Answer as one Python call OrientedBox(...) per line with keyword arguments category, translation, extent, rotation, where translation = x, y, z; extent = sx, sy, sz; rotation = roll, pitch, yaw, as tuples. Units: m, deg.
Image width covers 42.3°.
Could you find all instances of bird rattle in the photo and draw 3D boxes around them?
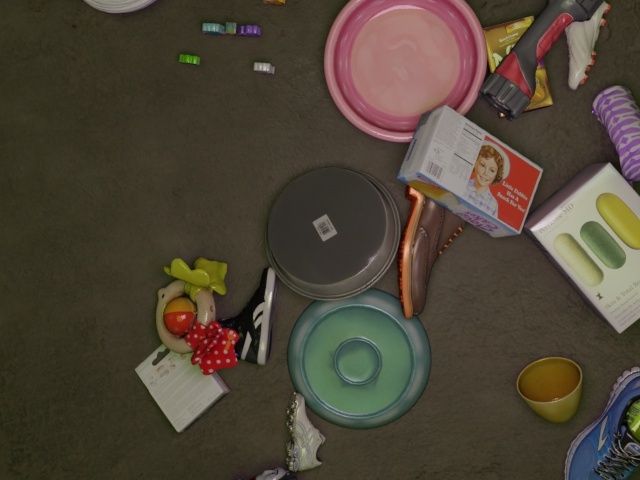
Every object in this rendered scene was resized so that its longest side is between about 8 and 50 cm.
OrientedBox(category="bird rattle", translation=(-0.269, 0.164, 1.772), extent=(0.206, 0.143, 0.254), rotation=(-17, 81, 37))

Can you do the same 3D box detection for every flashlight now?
OrientedBox(category="flashlight", translation=(0.440, -0.381, 1.625), extent=(0.304, 0.103, 0.103), rotation=(-50, 52, 1))

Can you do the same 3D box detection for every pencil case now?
OrientedBox(category="pencil case", translation=(0.599, -0.211, 1.625), extent=(0.086, 0.206, 0.088), rotation=(20, 134, -32))

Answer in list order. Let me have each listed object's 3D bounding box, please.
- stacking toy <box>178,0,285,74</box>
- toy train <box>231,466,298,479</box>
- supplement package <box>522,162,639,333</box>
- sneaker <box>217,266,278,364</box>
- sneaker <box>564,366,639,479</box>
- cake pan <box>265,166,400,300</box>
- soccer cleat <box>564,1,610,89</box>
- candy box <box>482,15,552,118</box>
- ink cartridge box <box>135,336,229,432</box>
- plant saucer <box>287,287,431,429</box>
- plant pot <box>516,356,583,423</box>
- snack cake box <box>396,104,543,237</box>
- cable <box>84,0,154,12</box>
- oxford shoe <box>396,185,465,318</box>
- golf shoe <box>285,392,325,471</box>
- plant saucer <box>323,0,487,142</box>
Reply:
OrientedBox(category="stacking toy", translation=(-0.192, -0.450, 1.766), extent=(0.221, 0.052, 0.167), rotation=(7, 93, 8))
OrientedBox(category="toy train", translation=(-0.090, 0.658, 1.795), extent=(0.190, 0.142, 0.334), rotation=(-23, 90, 0))
OrientedBox(category="supplement package", translation=(0.561, 0.008, 1.637), extent=(0.199, 0.198, 0.263), rotation=(-41, 89, 8))
OrientedBox(category="sneaker", translation=(-0.162, 0.158, 1.791), extent=(0.121, 0.079, 0.217), rotation=(8, 95, 7))
OrientedBox(category="sneaker", translation=(0.607, 0.419, 1.690), extent=(0.129, 0.147, 0.330), rotation=(25, 97, 4))
OrientedBox(category="cake pan", translation=(0.018, -0.023, 1.721), extent=(0.293, 0.054, 0.293), rotation=(-4, 74, 13))
OrientedBox(category="soccer cleat", translation=(0.526, -0.404, 1.681), extent=(0.076, 0.068, 0.196), rotation=(17, 89, 10))
OrientedBox(category="candy box", translation=(0.402, -0.355, 1.702), extent=(0.109, 0.053, 0.187), rotation=(-13, 91, 7))
OrientedBox(category="ink cartridge box", translation=(-0.310, 0.314, 1.849), extent=(0.145, 0.045, 0.179), rotation=(-42, 71, 8))
OrientedBox(category="plant saucer", translation=(0.081, 0.259, 1.790), extent=(0.317, 0.044, 0.318), rotation=(0, 94, 6))
OrientedBox(category="plant pot", translation=(0.486, 0.322, 1.716), extent=(0.134, 0.134, 0.095), rotation=(-22, 118, 8))
OrientedBox(category="snack cake box", translation=(0.299, -0.133, 1.641), extent=(0.264, 0.089, 0.152), rotation=(29, 73, -21))
OrientedBox(category="cable", translation=(-0.426, -0.612, 1.759), extent=(0.257, 0.089, 0.257), rotation=(26, 96, 3))
OrientedBox(category="oxford shoe", translation=(0.234, -0.011, 1.712), extent=(0.132, 0.130, 0.364), rotation=(8, 95, 0))
OrientedBox(category="golf shoe", translation=(-0.032, 0.417, 1.813), extent=(0.085, 0.069, 0.176), rotation=(-1, 100, -11))
OrientedBox(category="plant saucer", translation=(0.175, -0.368, 1.711), extent=(0.331, 0.084, 0.332), rotation=(1, 94, 7))
